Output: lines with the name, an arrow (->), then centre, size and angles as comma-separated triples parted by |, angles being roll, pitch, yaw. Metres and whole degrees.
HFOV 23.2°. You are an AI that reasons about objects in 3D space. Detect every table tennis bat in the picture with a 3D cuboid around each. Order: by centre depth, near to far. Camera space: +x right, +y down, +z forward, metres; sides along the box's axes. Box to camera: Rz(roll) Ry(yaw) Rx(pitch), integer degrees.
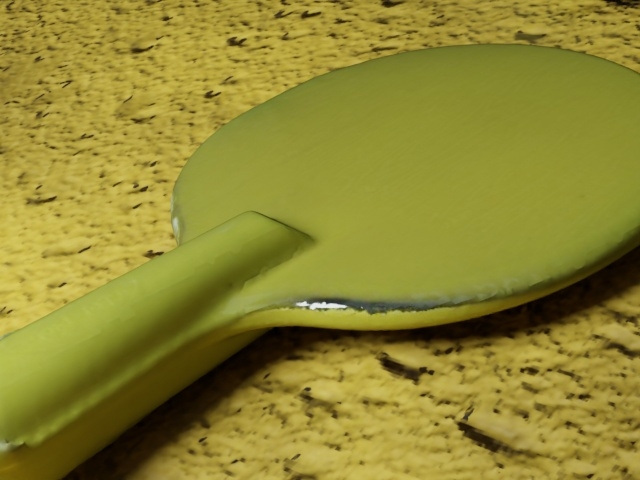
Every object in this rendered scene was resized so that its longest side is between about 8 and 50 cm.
table tennis bat -> 0.000, 0.000, 0.650 | 0.368, 0.054, 0.224 | -31, 35, -31
